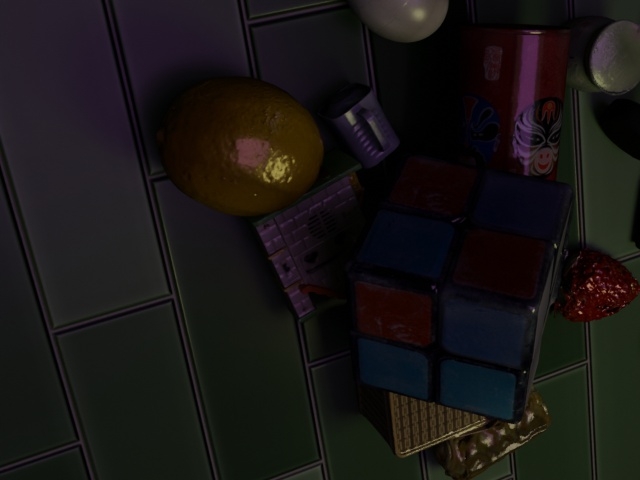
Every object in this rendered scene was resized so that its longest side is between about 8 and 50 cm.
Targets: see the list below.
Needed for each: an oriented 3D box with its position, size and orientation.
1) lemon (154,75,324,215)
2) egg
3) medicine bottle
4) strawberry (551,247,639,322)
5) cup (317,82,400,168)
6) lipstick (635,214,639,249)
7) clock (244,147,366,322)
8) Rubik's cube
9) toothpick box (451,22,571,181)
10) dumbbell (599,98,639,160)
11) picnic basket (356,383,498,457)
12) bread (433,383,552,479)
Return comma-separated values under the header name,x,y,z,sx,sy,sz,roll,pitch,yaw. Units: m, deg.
name,x,y,z,sx,sy,sz,roll,pitch,yaw
lemon,-0.129,-0.153,1.445,0.263,0.235,0.236,-14,113,-43
egg,0.123,-0.428,1.511,0.209,0.151,0.151,27,94,-22
medicine bottle,0.541,-0.360,1.716,0.147,0.143,0.147,-6,107,-21
strawberry,0.608,0.120,1.917,0.228,0.098,0.175,21,98,-26
cup,0.077,-0.204,1.574,0.095,0.128,0.129,-41,120,-9
lipstick,0.744,-0.118,1.913,0.081,0.081,0.300,-2,107,-23
clock,0.000,0.000,1.623,0.219,0.106,0.255,-29,120,-11
Rubik's cube,0.239,0.079,1.522,0.316,0.318,0.313,83,26,-44
toothpick box,0.347,-0.229,1.641,0.204,0.204,0.334,-5,107,-22
dumbbell,0.694,-0.284,1.801,0.152,0.152,0.218,41,87,-28
picnic basket,0.243,0.258,1.748,0.312,0.175,0.228,-16,117,-19
bread,0.362,0.409,1.886,0.267,0.130,0.152,-29,124,-13
